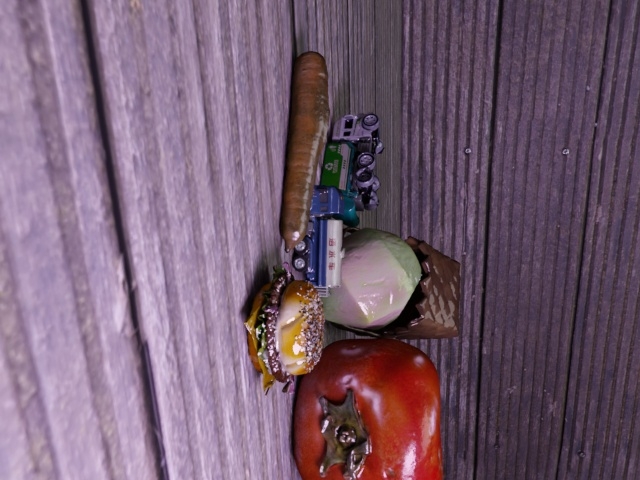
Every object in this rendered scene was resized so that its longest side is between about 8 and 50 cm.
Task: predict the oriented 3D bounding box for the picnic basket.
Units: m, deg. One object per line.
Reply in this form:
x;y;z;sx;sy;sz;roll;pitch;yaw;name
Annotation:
0.166;0.122;1.241;0.320;0.291;0.255;20;67;-29;picnic basket

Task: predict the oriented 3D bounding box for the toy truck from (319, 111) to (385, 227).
0.072;-0.158;1.084;0.114;0.123;0.254;65;28;-61;toy truck

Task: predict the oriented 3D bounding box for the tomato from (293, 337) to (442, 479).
0.092;0.349;0.931;0.289;0.292;0.326;20;63;-63;tomato

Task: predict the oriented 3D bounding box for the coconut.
0.085;0.087;1.009;0.205;0.235;0.236;61;29;-29;coconut

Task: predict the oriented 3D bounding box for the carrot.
-0.026;-0.147;0.822;0.070;0.070;0.343;31;63;-74;carrot

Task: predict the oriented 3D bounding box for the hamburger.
-0.044;0.131;0.723;0.164;0.093;0.190;-74;162;-46;hamburger

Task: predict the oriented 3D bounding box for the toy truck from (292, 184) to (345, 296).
0.000;0.000;0.889;0.074;0.088;0.202;2;90;-74;toy truck
